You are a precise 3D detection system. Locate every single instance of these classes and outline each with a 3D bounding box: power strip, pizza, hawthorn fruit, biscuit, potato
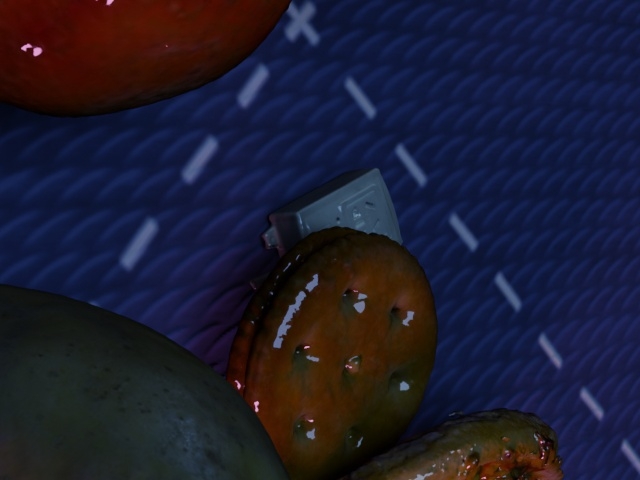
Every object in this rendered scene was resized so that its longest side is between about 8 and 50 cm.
[{"bbox_3d":[0.000,0.000,1.144,0.175,0.042,0.075,-32,109,-39],"label":"power strip"},{"bbox_3d":[0.104,0.209,1.141,0.305,0.161,0.085,-11,57,-46],"label":"pizza"},{"bbox_3d":[-0.127,-0.221,0.906,0.300,0.275,0.275,-21,101,-52],"label":"hawthorn fruit"},{"bbox_3d":[0.009,0.095,1.096,0.220,0.066,0.220,-19,117,-43],"label":"biscuit"},{"bbox_3d":[-0.161,0.156,0.833,0.243,0.326,0.221,-69,176,-62],"label":"potato"}]
